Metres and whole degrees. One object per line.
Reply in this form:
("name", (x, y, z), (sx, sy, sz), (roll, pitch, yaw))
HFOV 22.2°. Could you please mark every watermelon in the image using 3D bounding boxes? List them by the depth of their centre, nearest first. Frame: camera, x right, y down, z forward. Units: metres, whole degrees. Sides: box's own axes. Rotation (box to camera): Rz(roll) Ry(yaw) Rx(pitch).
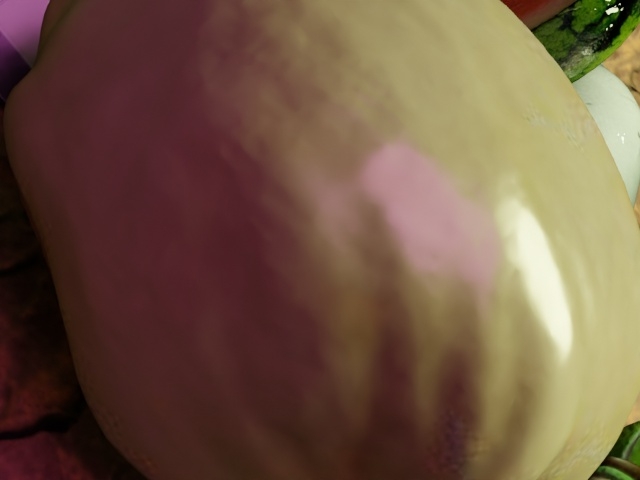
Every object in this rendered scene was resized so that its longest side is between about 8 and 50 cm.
("watermelon", (0.151, -0.166, 1.216), (0.063, 0.245, 0.119), (47, 22, -44))

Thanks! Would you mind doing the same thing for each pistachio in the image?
("pistachio", (0.000, 0.000, 1.013), (0.445, 0.281, 0.365), (45, 86, 1))

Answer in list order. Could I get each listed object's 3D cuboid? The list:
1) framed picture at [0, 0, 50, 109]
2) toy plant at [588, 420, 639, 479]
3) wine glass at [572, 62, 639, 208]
("framed picture", (-0.074, -0.108, 1.142), (0.265, 0.016, 0.347), (-44, 100, -24))
("toy plant", (0.241, 0.194, 1.235), (0.162, 0.093, 0.092), (-34, 94, -37))
("wine glass", (0.195, -0.124, 1.285), (0.143, 0.143, 0.321), (26, 64, -24))
